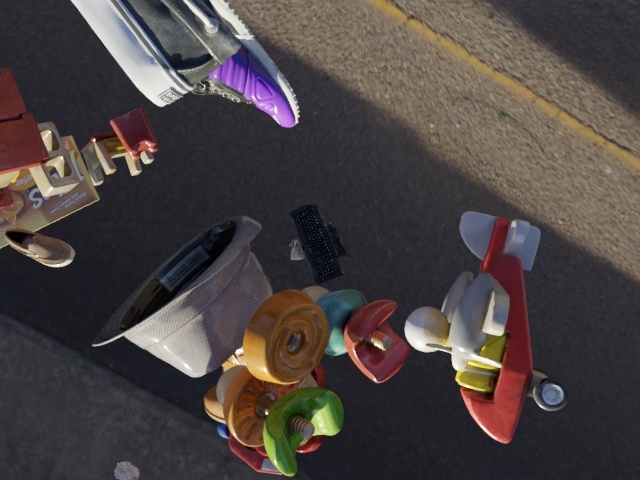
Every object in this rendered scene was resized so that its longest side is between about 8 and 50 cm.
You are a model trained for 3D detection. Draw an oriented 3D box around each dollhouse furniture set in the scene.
[{"bbox_3d":[-0.439,-0.175,1.090,0.201,0.374,0.152,-26,89,44],"label":"dollhouse furniture set"}]

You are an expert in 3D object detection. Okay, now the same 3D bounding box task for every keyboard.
[{"bbox_3d":[0.000,0.000,1.576,0.100,0.038,0.192,-22,81,1],"label":"keyboard"}]

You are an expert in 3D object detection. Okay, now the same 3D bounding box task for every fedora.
[{"bbox_3d":[-0.153,0.085,0.867,0.244,0.275,0.124,-32,107,18],"label":"fedora"}]

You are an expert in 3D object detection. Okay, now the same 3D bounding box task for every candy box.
[{"bbox_3d":[-0.737,-0.121,1.661,0.088,0.316,0.182,4,120,43],"label":"candy box"}]

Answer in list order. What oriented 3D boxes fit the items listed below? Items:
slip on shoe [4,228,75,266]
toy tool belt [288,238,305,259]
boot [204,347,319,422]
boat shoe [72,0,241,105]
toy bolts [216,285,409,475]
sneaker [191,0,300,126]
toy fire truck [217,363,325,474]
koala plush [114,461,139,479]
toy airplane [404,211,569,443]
[{"bbox_3d":[-0.512,0.009,1.207,0.135,0.041,0.051,21,74,17],"label":"slip on shoe"},{"bbox_3d":[-0.053,0.017,1.676,0.052,0.083,0.051,-6,101,9],"label":"toy tool belt"},{"bbox_3d":[-0.155,0.238,1.225,0.284,0.109,0.220,-9,128,39],"label":"boot"},{"bbox_3d":[-0.177,-0.256,0.508,0.105,0.113,0.306,-34,102,7],"label":"boat shoe"},{"bbox_3d":[-0.030,0.115,0.785,0.159,0.229,0.218,20,133,44],"label":"toy bolts"},{"bbox_3d":[-0.159,-0.294,1.168,0.146,0.102,0.293,-37,126,4],"label":"sneaker"},{"bbox_3d":[-0.138,0.400,1.609,0.254,0.169,0.301,-6,77,34],"label":"toy fire truck"},{"bbox_3d":[-0.474,0.637,1.572,0.204,0.221,0.196,6,96,-9],"label":"koala plush"},{"bbox_3d":[0.292,0.133,1.248,0.273,0.384,0.386,-7,133,8],"label":"toy airplane"}]
